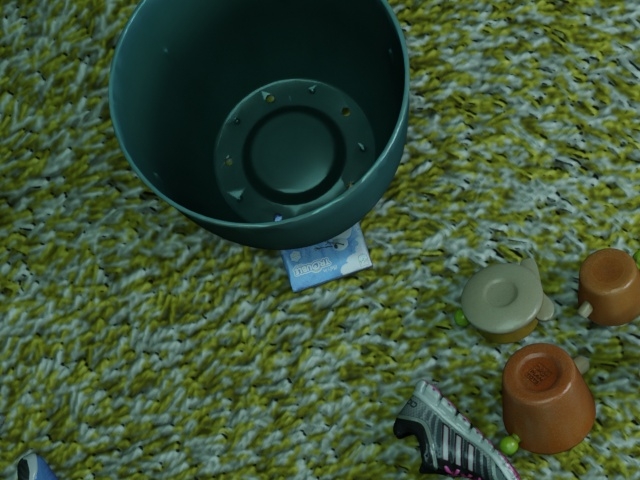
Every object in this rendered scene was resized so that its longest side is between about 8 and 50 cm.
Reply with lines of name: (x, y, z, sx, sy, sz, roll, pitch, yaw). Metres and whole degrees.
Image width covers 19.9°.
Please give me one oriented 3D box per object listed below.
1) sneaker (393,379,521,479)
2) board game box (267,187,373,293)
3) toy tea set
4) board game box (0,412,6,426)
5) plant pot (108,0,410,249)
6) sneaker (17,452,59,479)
sneaker: (0.141, 0.226, 1.885, 0.075, 0.063, 0.170, -45, 76, -2)
board game box: (0.000, 0.000, 1.946, 0.090, 0.020, 0.090, -19, 82, 3)
toy tea set: (0.314, 0.104, 1.879, 0.336, 0.124, 0.200, -13, 52, 7)
board game box: (-0.430, 0.190, 1.958, 0.154, 0.026, 0.103, 33, 87, 8)
plant pot: (-0.044, -0.123, 1.847, 0.293, 0.235, 0.293, -2, 75, 8)
sneaker: (-0.245, 0.309, 1.908, 0.081, 0.080, 0.211, -33, 91, -6)
